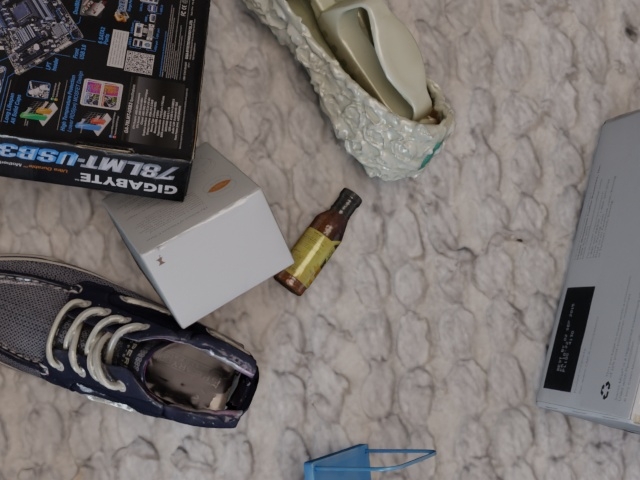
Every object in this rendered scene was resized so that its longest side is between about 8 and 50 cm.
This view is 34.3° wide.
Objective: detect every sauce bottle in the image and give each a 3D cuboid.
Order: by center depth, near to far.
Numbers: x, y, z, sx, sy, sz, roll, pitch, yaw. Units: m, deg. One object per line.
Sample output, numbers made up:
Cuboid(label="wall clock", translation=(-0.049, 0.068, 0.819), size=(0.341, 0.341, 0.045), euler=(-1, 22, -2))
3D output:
Cuboid(label="sauce bottle", translation=(0.000, 0.000, 1.132), size=(0.042, 0.042, 0.128), euler=(38, 81, -6))

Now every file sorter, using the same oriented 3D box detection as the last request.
Cuboid(label="file sorter", translation=(0.063, 0.303, 1.065), size=(0.104, 0.118, 0.170), euler=(-7, 86, 31))

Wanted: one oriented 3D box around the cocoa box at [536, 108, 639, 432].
Cuboid(label="cocoa box", translation=(0.414, 0.047, 1.114), size=(0.228, 0.231, 0.347), euler=(17, 83, -10))

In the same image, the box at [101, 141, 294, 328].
Cuboid(label="box", translation=(-0.125, -0.010, 1.034), size=(0.130, 0.170, 0.091), euler=(-30, 120, -11))

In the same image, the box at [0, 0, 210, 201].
Cuboid(label="box", translation=(-0.260, -0.191, 1.018), size=(0.293, 0.073, 0.296), euler=(7, 55, -9))

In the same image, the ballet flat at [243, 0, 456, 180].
Cuboid(label="ballet flat", translation=(0.017, -0.254, 1.109), size=(0.147, 0.147, 0.409), euler=(-36, 93, -12))

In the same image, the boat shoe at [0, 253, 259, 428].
Cuboid(label="boat shoe", translation=(-0.214, 0.095, 1.023), size=(0.340, 0.158, 0.127), euler=(17, 83, -10))
